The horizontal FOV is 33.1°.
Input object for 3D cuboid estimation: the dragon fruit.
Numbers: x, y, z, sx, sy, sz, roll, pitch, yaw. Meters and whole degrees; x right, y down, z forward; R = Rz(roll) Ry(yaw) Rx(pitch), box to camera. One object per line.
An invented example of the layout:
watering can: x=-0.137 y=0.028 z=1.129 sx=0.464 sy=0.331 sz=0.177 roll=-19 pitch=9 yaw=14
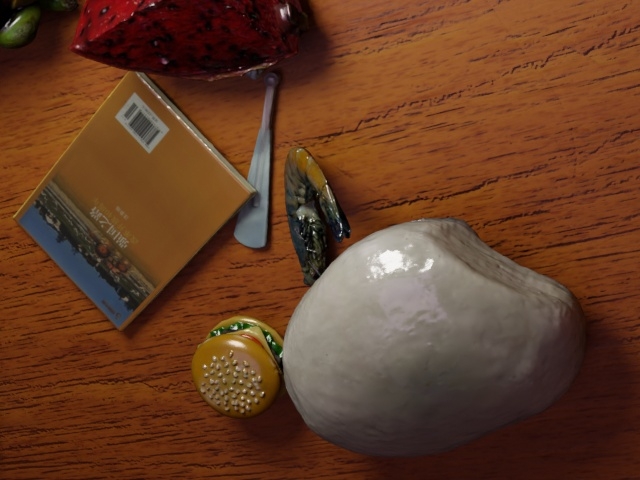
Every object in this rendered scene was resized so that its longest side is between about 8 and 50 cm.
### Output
dragon fruit: x=-0.145 y=-0.382 z=1.397 sx=0.302 sy=0.240 sz=0.330 roll=9 pitch=87 yaw=-18

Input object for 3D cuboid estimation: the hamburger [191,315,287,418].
hamburger: x=-0.122 y=0.200 z=1.681 sx=0.162 sy=0.115 sz=0.162 roll=7 pitch=115 yaw=16

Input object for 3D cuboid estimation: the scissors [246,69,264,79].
scissors: x=-0.189 y=-0.309 z=1.537 sx=0.256 sy=0.030 sz=0.125 roll=37 pitch=119 yaw=6

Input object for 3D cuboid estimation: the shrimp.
shrimp: x=0.000 y=0.000 z=1.527 sx=0.051 sy=0.198 sz=0.262 roll=-14 pitch=116 yaw=-14

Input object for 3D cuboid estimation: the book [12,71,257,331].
book: x=-0.300 y=-0.055 z=1.680 sx=0.262 sy=0.028 sz=0.374 roll=46 pitch=121 yaw=-1

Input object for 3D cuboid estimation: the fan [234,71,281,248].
fan: x=-0.092 y=-0.117 z=1.590 sx=0.057 sy=0.023 sz=0.282 roll=19 pitch=117 yaw=22

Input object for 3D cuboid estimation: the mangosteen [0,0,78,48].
mangosteen: x=-0.502 y=-0.402 z=1.489 sx=0.300 sy=0.300 sz=0.300 roll=8 pitch=114 yaw=17

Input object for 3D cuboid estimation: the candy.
candy: x=0.137 y=0.166 z=1.493 sx=0.386 sy=0.186 sz=0.427 roll=36 pitch=126 yaw=-21
